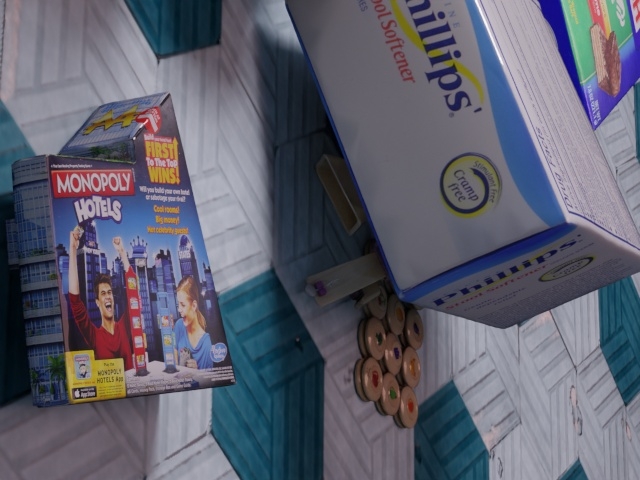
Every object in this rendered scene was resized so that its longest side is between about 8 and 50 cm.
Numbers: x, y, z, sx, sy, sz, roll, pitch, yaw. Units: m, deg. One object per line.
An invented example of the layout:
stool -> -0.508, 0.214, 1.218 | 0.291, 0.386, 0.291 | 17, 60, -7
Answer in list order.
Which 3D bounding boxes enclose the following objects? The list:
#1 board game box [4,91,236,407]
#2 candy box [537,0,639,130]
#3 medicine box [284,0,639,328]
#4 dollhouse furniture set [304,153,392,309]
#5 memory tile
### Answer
board game box -> -0.133, 0.002, 1.146 | 0.194, 0.060, 0.194 | 3, 79, -64
candy box -> 0.244, -0.269, 1.922 | 0.317, 0.122, 0.268 | -43, 121, -61
medicine box -> 0.126, -0.084, 1.494 | 0.289, 0.149, 0.263 | 18, 48, -66
dollhouse furniture set -> 0.000, 0.000, 1.478 | 0.081, 0.091, 0.114 | -22, 79, -23
memory tile -> 0.062, 0.080, 1.577 | 0.113, 0.012, 0.148 | 42, 46, -53
